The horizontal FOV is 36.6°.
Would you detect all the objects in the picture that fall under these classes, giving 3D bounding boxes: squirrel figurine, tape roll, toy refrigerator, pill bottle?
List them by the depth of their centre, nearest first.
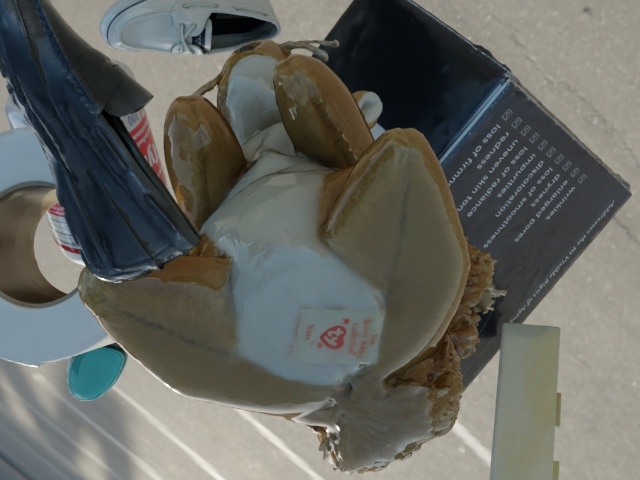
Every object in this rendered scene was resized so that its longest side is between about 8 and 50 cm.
[{"bbox_3d":[0.000,0.000,0.921,0.397,0.281,0.370,54,-168,-31],"label":"squirrel figurine"},{"bbox_3d":[-0.286,0.005,1.067,0.246,0.246,0.169,37,-178,3],"label":"tape roll"},{"bbox_3d":[0.298,0.264,1.391,0.094,0.270,0.102,4,155,14],"label":"toy refrigerator"},{"bbox_3d":[-0.395,-0.102,1.753,0.229,0.229,0.408,19,135,37],"label":"pill bottle"}]

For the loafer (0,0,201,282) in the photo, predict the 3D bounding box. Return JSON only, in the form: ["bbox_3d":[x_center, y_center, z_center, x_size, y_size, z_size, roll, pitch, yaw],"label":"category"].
[{"bbox_3d":[-0.143,-0.083,0.606,0.076,0.078,0.223,-112,1,-77],"label":"loafer"}]

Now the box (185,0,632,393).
[{"bbox_3d":[0.132,-0.032,1.412,0.471,0.480,0.297,25,-163,-51],"label":"box"}]

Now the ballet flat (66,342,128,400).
[{"bbox_3d":[-0.320,0.134,1.449,0.083,0.087,0.247,16,126,-12],"label":"ballet flat"}]

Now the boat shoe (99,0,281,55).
[{"bbox_3d":[-0.187,-0.314,1.435,0.088,0.267,0.096,56,143,39],"label":"boat shoe"}]
